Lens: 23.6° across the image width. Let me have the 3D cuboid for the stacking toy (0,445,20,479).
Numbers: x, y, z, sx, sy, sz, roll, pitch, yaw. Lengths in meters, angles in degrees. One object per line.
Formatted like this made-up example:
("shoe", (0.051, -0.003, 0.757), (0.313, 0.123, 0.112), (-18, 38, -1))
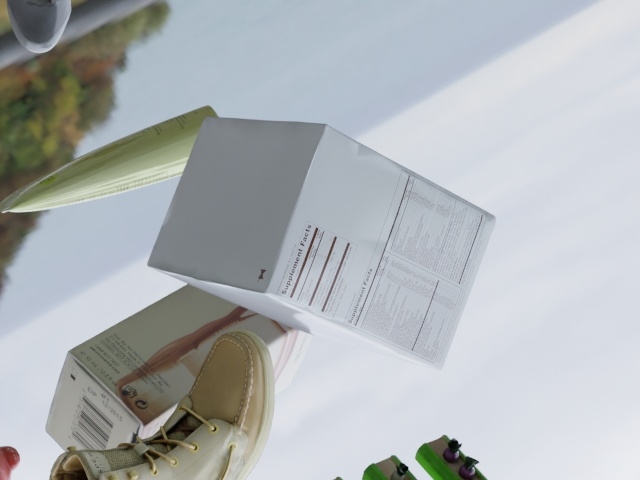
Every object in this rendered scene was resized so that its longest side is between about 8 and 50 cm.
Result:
("stacking toy", (-0.480, 0.215, 1.580), (0.279, 0.309, 0.130), (9, -105, 63))

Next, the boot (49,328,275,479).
("boot", (-0.161, 0.208, 1.542), (0.095, 0.262, 0.203), (27, -170, 40))

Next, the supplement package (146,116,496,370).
("supplement package", (0.000, 0.000, 1.332), (0.194, 0.203, 0.149), (10, -103, 53))

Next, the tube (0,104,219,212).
("tube", (-0.211, -0.072, 1.543), (0.240, 0.062, 0.070), (-21, 149, -14))

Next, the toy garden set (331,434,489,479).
("toy garden set", (0.091, 0.282, 1.447), (0.244, 0.204, 0.049), (-17, 136, -32))

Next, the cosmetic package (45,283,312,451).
("cosmetic package", (-0.155, 0.149, 1.765), (0.296, 0.129, 0.153), (-32, 154, -41))

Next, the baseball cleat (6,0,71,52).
("baseball cleat", (-0.299, -0.307, 1.631), (0.072, 0.206, 0.109), (4, 178, -3))
